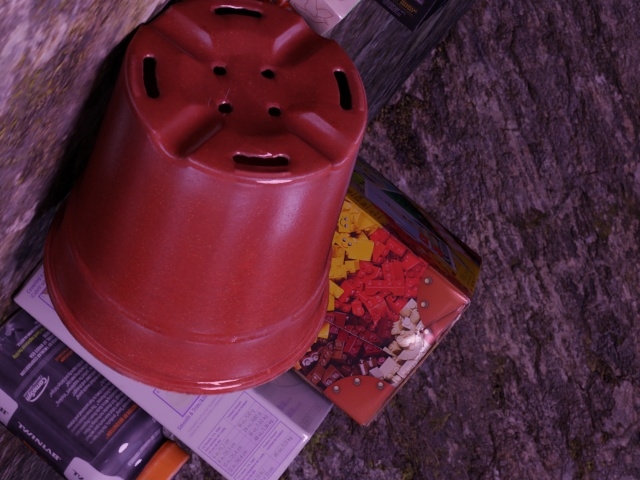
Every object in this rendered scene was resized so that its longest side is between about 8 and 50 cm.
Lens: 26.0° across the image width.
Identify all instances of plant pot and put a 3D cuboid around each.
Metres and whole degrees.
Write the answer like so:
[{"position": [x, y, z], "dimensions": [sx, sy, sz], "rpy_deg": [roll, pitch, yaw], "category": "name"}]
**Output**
[{"position": [-0.090, -0.049, 1.197], "dimensions": [0.272, 0.272, 0.265], "rpy_deg": [-47, 168, -37], "category": "plant pot"}]

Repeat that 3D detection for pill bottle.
[{"position": [-0.261, 0.191, 1.515], "dimensions": [0.130, 0.246, 0.130], "rpy_deg": [-49, 176, -4], "category": "pill bottle"}]

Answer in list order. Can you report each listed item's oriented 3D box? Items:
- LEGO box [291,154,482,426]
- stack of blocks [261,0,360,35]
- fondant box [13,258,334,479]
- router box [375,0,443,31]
[{"position": [0.000, 0.000, 1.750], "dimensions": [0.193, 0.372, 0.500], "rpy_deg": [-51, 177, 9], "category": "LEGO box"}, {"position": [0.057, -0.300, 1.258], "dimensions": [0.297, 0.087, 0.171], "rpy_deg": [-47, -171, -29], "category": "stack of blocks"}, {"position": [-0.148, 0.122, 1.513], "dimensions": [0.096, 0.330, 0.238], "rpy_deg": [-52, 176, 7], "category": "fondant box"}, {"position": [0.230, -0.468, 2.032], "dimensions": [0.309, 0.081, 0.243], "rpy_deg": [-46, 176, -46], "category": "router box"}]
